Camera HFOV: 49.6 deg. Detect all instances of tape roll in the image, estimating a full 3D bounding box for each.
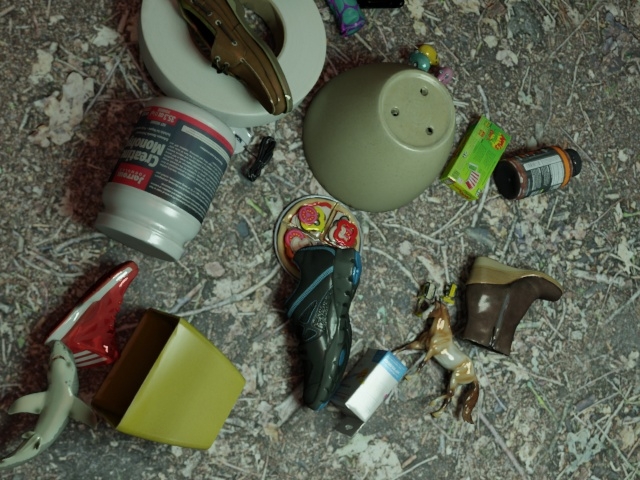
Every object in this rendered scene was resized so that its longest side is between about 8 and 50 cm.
[{"bbox_3d":[-0.179,-0.426,1.436,0.392,0.072,0.392,5,76,-20],"label":"tape roll"}]

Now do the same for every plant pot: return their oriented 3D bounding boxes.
[{"bbox_3d":[-0.267,0.269,1.282,0.187,0.212,0.212,35,73,-24],"label":"plant pot"}]

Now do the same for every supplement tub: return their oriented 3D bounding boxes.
[{"bbox_3d":[-0.293,-0.116,1.318,0.191,0.191,0.272,25,76,-14],"label":"supplement tub"},{"bbox_3d":[0.521,-0.164,1.645,0.198,0.106,0.106,-16,89,-21],"label":"supplement tub"}]

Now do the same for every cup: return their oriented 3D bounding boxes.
[{"bbox_3d":[0.152,-0.238,1.460,0.331,0.237,0.331,2,83,-18],"label":"cup"}]

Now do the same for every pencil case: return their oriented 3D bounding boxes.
[{"bbox_3d":[0.043,-0.535,1.550,0.070,0.064,0.152,-31,93,-35],"label":"pencil case"}]

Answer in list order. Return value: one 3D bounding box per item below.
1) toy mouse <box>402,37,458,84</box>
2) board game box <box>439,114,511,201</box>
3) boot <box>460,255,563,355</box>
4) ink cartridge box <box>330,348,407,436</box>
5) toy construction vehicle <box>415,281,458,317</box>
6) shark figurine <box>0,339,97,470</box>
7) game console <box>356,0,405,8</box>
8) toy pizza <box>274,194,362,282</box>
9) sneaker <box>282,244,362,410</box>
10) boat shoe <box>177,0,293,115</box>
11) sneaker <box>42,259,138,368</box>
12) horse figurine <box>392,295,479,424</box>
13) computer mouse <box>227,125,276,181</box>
[{"bbox_3d":[0.256,-0.398,1.582,0.161,0.031,0.143,31,38,-15],"label":"toy mouse"},{"bbox_3d":[0.364,-0.193,1.627,0.092,0.043,0.181,35,74,-12],"label":"board game box"},{"bbox_3d":[0.432,0.163,1.568,0.248,0.090,0.207,17,70,-15],"label":"boot"},{"bbox_3d":[0.086,0.312,1.439,0.061,0.104,0.181,45,72,-9],"label":"ink cartridge box"},{"bbox_3d":[0.259,0.134,1.561,0.086,0.035,0.098,22,79,-26],"label":"toy construction vehicle"},{"bbox_3d":[-0.504,0.337,1.237,0.166,0.116,0.278,40,75,4],"label":"shark figurine"},{"bbox_3d":[0.220,-0.655,1.637,0.361,0.044,0.213,-7,87,-19],"label":"game console"},{"bbox_3d":[0.000,0.000,1.487,0.201,0.032,0.201,2,83,-18],"label":"toy pizza"},{"bbox_3d":[-0.006,0.176,1.431,0.139,0.125,0.341,9,90,14],"label":"sneaker"},{"bbox_3d":[-0.167,-0.357,1.334,0.104,0.111,0.307,-29,78,-21],"label":"boat shoe"},{"bbox_3d":[-0.403,0.150,1.318,0.221,0.087,0.128,-44,107,-6],"label":"sneaker"},{"bbox_3d":[0.270,0.276,1.526,0.174,0.066,0.263,-42,97,-15],"label":"horse figurine"},{"bbox_3d":[-0.185,-0.218,1.446,0.193,0.042,0.106,37,75,-11],"label":"computer mouse"}]
